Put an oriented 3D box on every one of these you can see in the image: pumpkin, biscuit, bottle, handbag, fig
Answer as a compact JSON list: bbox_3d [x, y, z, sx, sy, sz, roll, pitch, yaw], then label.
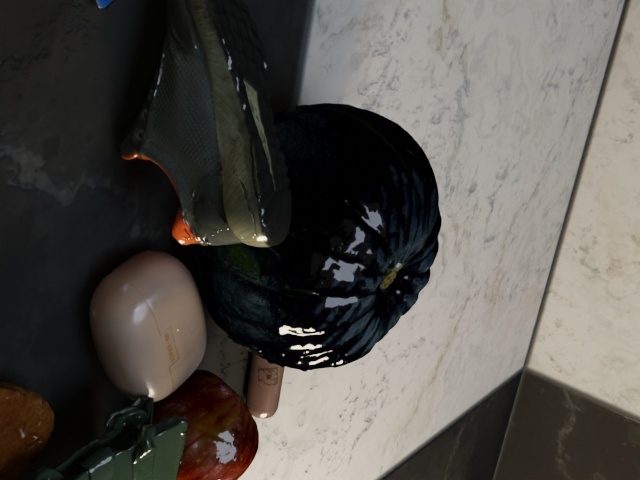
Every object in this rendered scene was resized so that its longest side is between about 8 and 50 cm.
[{"bbox_3d":[0.000,0.000,1.265,0.363,0.266,0.363,-44,148,-38],"label":"pumpkin"},{"bbox_3d":[-0.381,0.275,1.045,0.262,0.052,0.277,18,96,-63],"label":"biscuit"},{"bbox_3d":[-0.083,0.204,1.479,0.053,0.053,0.140,-21,126,-52],"label":"bottle"},{"bbox_3d":[-0.274,0.334,1.120,0.247,0.079,0.260,-33,145,-48],"label":"handbag"},{"bbox_3d":[-0.186,0.277,1.272,0.207,0.175,0.175,-36,142,-13],"label":"fig"}]

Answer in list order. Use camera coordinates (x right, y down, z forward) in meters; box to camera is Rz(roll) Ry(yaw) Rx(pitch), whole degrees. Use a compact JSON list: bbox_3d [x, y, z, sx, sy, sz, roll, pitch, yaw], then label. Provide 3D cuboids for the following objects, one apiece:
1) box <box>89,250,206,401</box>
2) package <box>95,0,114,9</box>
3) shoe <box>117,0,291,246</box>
[{"bbox_3d":[-0.208,0.107,1.173,0.146,0.088,0.200,-42,141,-33],"label":"box"},{"bbox_3d":[-0.193,-0.345,0.954,0.171,0.027,0.173,-53,148,-30],"label":"package"},{"bbox_3d":[-0.148,-0.144,1.070,0.132,0.171,0.336,-12,89,-72],"label":"shoe"}]
